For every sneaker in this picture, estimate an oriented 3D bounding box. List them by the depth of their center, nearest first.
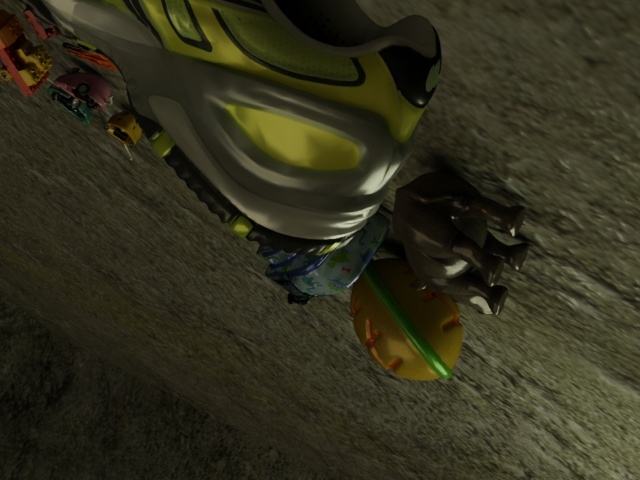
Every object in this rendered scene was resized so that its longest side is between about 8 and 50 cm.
[{"bbox_3d":[-0.083,-0.173,0.940,0.384,0.147,0.145,45,-150,6],"label":"sneaker"}]

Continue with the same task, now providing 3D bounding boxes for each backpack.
[{"bbox_3d":[0.000,0.000,1.572,0.084,0.105,0.114,38,161,-22],"label":"backpack"}]

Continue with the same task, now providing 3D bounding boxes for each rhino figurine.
[{"bbox_3d":[0.114,0.010,1.411,0.106,0.073,0.243,26,167,14],"label":"rhino figurine"}]

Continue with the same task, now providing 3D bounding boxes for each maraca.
[{"bbox_3d":[0.074,0.063,1.650,0.186,0.099,0.127,57,-178,40],"label":"maraca"}]

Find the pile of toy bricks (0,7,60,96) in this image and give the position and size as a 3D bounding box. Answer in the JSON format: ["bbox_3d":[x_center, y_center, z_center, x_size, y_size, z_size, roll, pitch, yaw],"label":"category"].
[{"bbox_3d":[-0.254,-0.236,1.393,0.105,0.118,0.212,-12,122,33],"label":"pile of toy bricks"}]

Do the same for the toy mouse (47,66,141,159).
[{"bbox_3d":[-0.246,-0.153,1.769,0.143,0.031,0.161,34,167,-1],"label":"toy mouse"}]

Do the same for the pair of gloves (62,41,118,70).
[{"bbox_3d":[-0.219,-0.188,1.613,0.074,0.010,0.083,20,162,12],"label":"pair of gloves"}]
